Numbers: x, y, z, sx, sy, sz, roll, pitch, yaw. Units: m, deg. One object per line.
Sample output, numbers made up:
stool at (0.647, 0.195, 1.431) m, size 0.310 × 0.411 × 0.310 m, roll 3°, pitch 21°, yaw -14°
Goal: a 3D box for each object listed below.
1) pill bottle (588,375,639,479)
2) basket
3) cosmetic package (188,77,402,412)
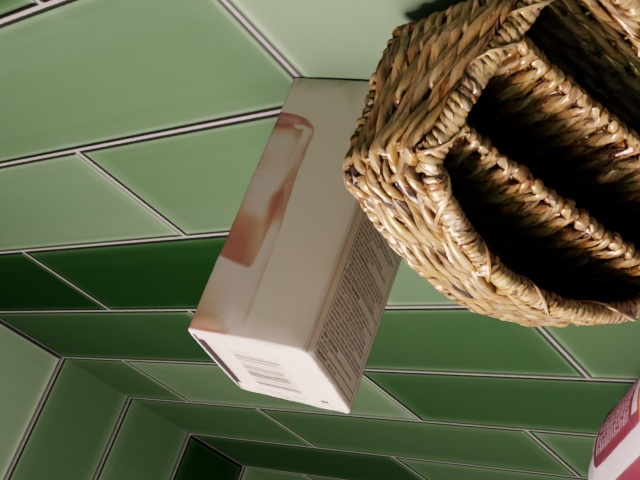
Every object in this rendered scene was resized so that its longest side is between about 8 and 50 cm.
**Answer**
pill bottle at (0.476, 0.269, 1.276) m, size 0.224 × 0.224 × 0.392 m, roll 16°, pitch 155°, yaw 9°
basket at (0.198, -0.053, 0.830) m, size 0.299 × 0.213 × 0.223 m, roll 33°, pitch 155°, yaw -28°
cosmetic package at (0.000, 0.000, 0.999) m, size 0.129 × 0.296 × 0.153 m, roll 9°, pitch 151°, yaw 25°
